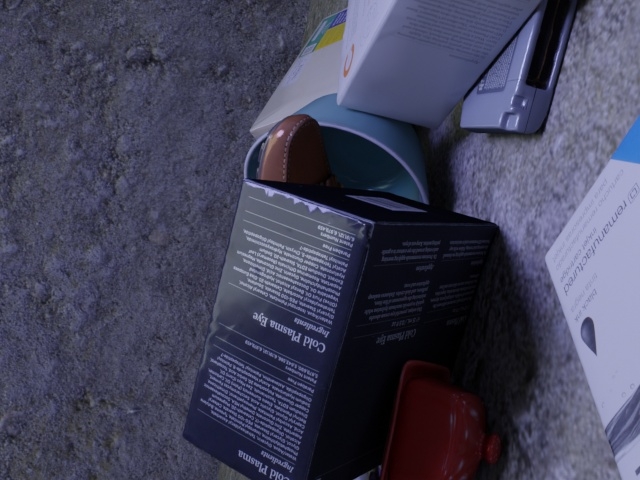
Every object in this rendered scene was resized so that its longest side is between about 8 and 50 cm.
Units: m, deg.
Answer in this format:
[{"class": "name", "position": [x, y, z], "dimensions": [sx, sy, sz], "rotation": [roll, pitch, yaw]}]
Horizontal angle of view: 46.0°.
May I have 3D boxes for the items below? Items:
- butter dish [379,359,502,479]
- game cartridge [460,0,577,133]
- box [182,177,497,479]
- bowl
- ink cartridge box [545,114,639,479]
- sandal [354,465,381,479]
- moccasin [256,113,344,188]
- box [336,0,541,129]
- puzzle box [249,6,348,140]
[{"class": "butter dish", "position": [0.151, 0.229, 0.873], "dimensions": [0.160, 0.118, 0.159], "rotation": [26, -105, -59]}, {"class": "game cartridge", "position": [0.267, -0.288, 0.998], "dimensions": [0.198, 0.062, 0.297], "rotation": [-126, 49, -80]}, {"class": "box", "position": [0.037, 0.102, 0.925], "dimensions": [0.343, 0.179, 0.312], "rotation": [0, -73, -57]}, {"class": "bowl", "position": [0.048, -0.121, 1.246], "dimensions": [0.163, 0.312, 0.311], "rotation": [-65, 2, -37]}, {"class": "ink cartridge box", "position": [0.269, 0.050, 0.437], "dimensions": [0.307, 0.129, 0.223], "rotation": [-91, 18, -49]}, {"class": "sandal", "position": [0.056, 0.370, 1.201], "dimensions": [0.169, 0.102, 0.416], "rotation": [-18, 72, 60]}, {"class": "moccasin", "position": [-0.002, 0.001, 1.112], "dimensions": [0.139, 0.147, 0.379], "rotation": [-28, -60, -46]}, {"class": "box", "position": [0.158, -0.342, 1.028], "dimensions": [0.345, 0.168, 0.214], "rotation": [127, 153, -63]}, {"class": "puzzle box", "position": [0.054, -0.349, 1.440], "dimensions": [0.272, 0.052, 0.408], "rotation": [-13, 38, 39]}]
